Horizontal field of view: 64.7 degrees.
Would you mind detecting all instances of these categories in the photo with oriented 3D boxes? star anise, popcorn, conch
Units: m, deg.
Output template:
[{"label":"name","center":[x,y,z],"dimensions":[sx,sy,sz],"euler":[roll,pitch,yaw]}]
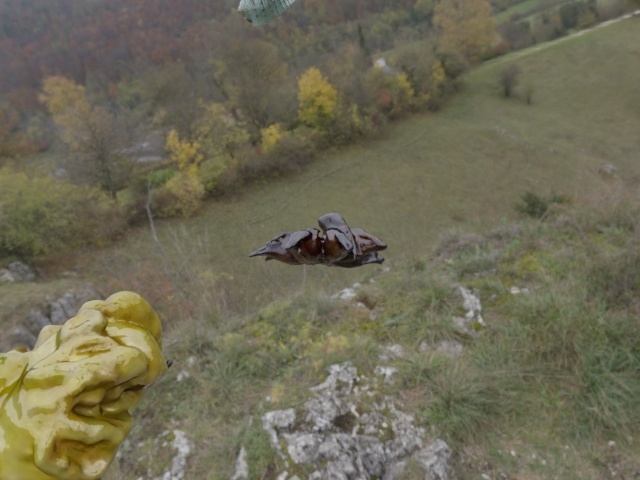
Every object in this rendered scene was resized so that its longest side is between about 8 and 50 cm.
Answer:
[{"label":"star anise","center":[0.000,0.000,0.968],"dimensions":[0.271,0.103,0.272],"euler":[1,-8,0]},{"label":"popcorn","center":[-0.380,0.232,0.762],"dimensions":[0.297,0.281,0.316],"euler":[-47,26,11]},{"label":"conch","center":[-0.078,-0.343,0.718],"dimensions":[0.085,0.056,0.076],"euler":[-37,44,10]}]
